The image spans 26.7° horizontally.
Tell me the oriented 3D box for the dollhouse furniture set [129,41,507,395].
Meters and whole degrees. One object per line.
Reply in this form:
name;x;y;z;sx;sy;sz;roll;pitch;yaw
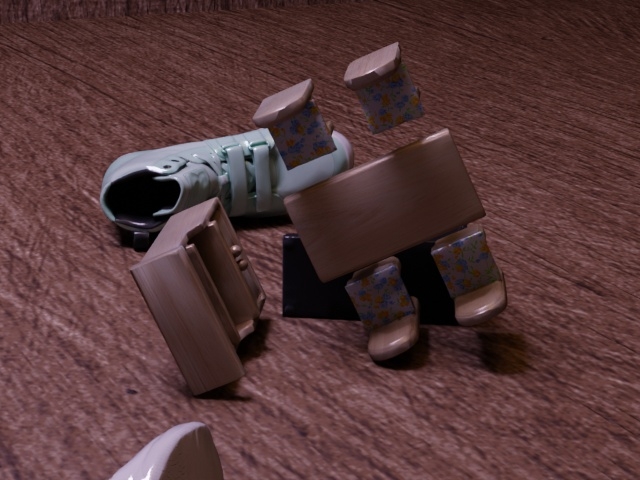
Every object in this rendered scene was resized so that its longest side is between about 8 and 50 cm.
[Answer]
dollhouse furniture set;0.000;0.000;1.023;0.242;0.212;0.161;-23;14;11

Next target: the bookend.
bookend;0.051;0.009;1.192;0.157;0.072;0.156;2;18;3

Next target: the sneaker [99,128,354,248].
sneaker;-0.091;-0.051;1.320;0.256;0.094;0.151;-8;13;1

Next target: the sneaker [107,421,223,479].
sneaker;-0.127;0.162;0.743;0.094;0.080;0.212;-4;17;22
